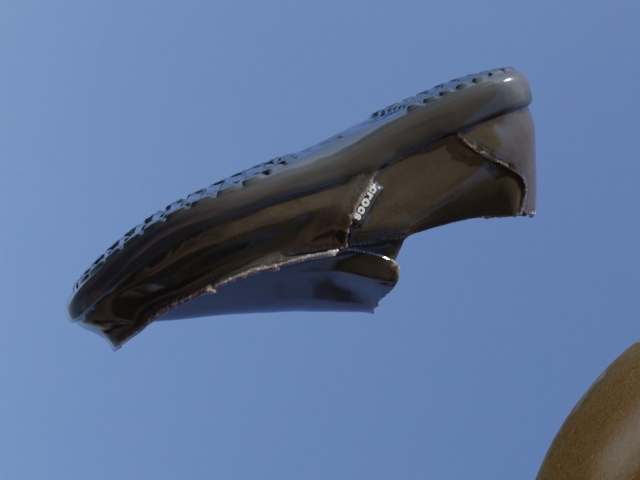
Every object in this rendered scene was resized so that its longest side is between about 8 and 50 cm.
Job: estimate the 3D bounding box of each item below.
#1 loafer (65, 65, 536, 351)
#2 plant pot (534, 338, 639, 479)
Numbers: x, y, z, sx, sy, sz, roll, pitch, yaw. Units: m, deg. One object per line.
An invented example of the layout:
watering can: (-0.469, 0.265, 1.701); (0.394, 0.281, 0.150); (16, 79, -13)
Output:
loafer: (0.000, 0.000, 0.600); (0.080, 0.220, 0.078); (-146, -148, -82)
plant pot: (0.202, 0.128, 0.608); (0.032, 0.236, 0.236); (-120, -133, -68)
